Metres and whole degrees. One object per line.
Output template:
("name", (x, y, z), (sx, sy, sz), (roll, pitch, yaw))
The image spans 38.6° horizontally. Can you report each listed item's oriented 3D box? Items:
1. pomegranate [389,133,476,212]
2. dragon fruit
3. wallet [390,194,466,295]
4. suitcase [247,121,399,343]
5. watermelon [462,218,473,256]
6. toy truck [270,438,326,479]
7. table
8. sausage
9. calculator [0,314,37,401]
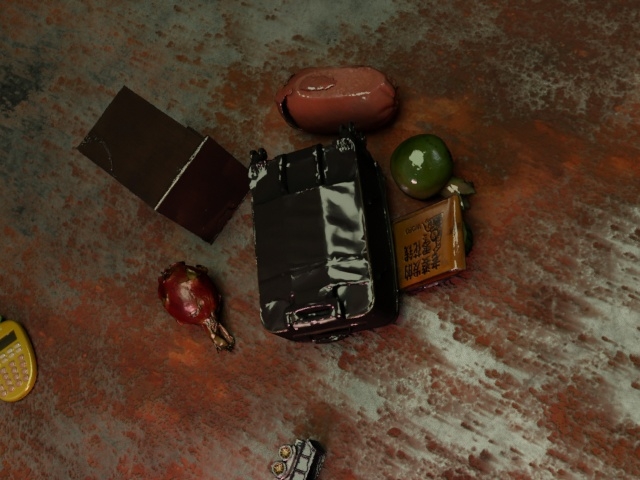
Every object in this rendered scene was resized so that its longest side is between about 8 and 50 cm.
("pomegranate", (0.234, -0.133, 1.863), (0.191, 0.152, 0.131), (34, 89, 14))
("dragon fruit", (-0.266, 0.149, 2.004), (0.125, 0.125, 0.246), (-34, 79, -6))
("wallet", (0.212, 0.012, 1.823), (0.195, 0.042, 0.160), (-26, 64, 51))
("suitcase", (0.000, 0.000, 1.884), (0.283, 0.194, 0.433), (-14, 68, 21))
("watermelon", (0.268, 0.004, 1.846), (0.106, 0.062, 0.105), (-18, 63, 40))
("toy truck", (-0.053, 0.486, 1.810), (0.092, 0.083, 0.192), (17, 79, 21))
("table", (-0.341, -0.172, 2.054), (0.282, 0.250, 0.196), (35, 89, 29))
("sausage", (0.038, -0.309, 1.998), (0.280, 0.152, 0.152), (0, 73, 23))
("calculator", (-0.759, 0.278, 2.199), (0.146, 0.032, 0.234), (-35, 65, 8))
